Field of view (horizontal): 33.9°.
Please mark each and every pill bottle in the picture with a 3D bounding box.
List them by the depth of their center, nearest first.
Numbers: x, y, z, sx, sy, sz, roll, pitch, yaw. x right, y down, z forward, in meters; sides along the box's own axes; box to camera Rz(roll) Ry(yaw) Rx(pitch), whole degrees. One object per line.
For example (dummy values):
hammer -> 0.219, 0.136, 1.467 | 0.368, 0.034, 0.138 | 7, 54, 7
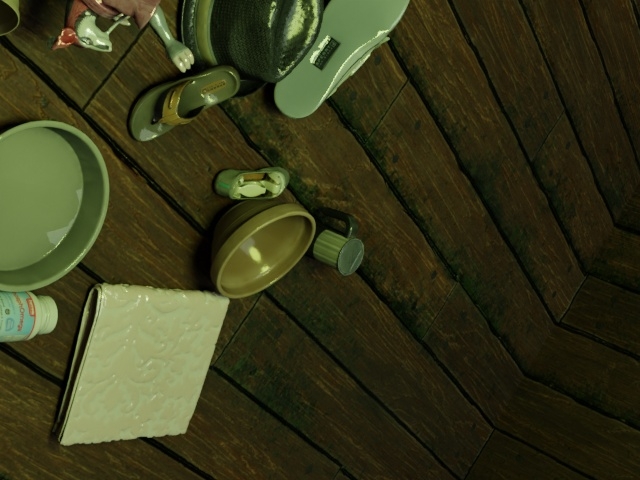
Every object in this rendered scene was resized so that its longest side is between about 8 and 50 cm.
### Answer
pill bottle -> -0.522, 0.126, 1.747 | 0.160, 0.087, 0.087 | 1, 108, -51

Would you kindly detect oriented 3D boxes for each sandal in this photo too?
sandal -> -0.239, -0.240, 1.860 | 0.219, 0.060, 0.090 | -23, 126, -5

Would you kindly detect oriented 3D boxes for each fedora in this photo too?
fedora -> -0.099, -0.409, 1.915 | 0.334, 0.152, 0.334 | -26, 127, -40

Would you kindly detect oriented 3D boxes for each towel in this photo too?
towel -> -0.346, 0.238, 2.046 | 0.332, 0.053, 0.317 | 8, 104, -51

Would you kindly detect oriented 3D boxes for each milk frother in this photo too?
milk frother -> 0.000, 0.000, 2.264 | 0.143, 0.135, 0.129 | -17, 120, -45

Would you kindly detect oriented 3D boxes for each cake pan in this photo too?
cake pan -> -0.481, -0.060, 1.725 | 0.293, 0.054, 0.293 | -26, 127, -40

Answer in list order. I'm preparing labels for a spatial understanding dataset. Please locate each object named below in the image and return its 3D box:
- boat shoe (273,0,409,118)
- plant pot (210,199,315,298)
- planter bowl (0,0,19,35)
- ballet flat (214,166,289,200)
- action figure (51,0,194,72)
boat shoe -> 0.046, -0.390, 2.102 | 0.367, 0.136, 0.156 | -53, -178, 3
plant pot -> -0.135, -0.004, 2.091 | 0.237, 0.110, 0.237 | -33, 155, -18
planter bowl -> -0.501, -0.369, 1.475 | 0.162, 0.162, 0.109 | 22, 64, -52
ballet flat -> -0.121, -0.108, 2.116 | 0.213, 0.068, 0.072 | -5, 113, -49
action figure -> -0.285, -0.429, 1.607 | 0.370, 0.248, 0.275 | -51, 139, -24
